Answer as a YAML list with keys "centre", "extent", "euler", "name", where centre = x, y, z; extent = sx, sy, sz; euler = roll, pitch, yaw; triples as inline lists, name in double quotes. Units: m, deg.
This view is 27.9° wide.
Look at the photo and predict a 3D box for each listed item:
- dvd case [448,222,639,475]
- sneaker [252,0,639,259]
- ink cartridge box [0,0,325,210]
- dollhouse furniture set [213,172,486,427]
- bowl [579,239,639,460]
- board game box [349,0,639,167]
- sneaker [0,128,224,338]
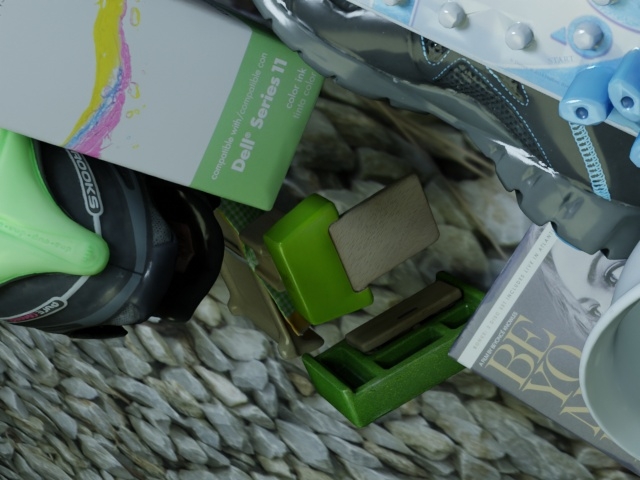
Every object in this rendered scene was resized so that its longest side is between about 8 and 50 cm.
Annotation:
- centre: [0.232, 0.083, 0.987]
  extent: [0.221, 0.018, 0.164]
  euler: [32, 115, 5]
  name: "dvd case"
- centre: [0.102, -0.137, 0.833]
  extent: [0.341, 0.125, 0.140]
  euler: [34, 123, 6]
  name: "sneaker"
- centre: [-0.196, -0.147, 0.850]
  extent: [0.353, 0.119, 0.207]
  euler: [17, -168, -35]
  name: "ink cartridge box"
- centre: [0.000, 0.000, 1.134]
  extent: [0.301, 0.151, 0.197]
  euler: [32, 149, 61]
  name: "dollhouse furniture set"
- centre: [0.310, 0.036, 0.782]
  extent: [0.298, 0.134, 0.298]
  euler: [6, 142, 5]
  name: "bowl"
- centre: [0.071, -0.263, 0.637]
  extent: [0.390, 0.050, 0.390]
  euler: [28, 135, 13]
  name: "board game box"
- centre: [-0.182, 0.000, 1.036]
  extent: [0.202, 0.185, 0.483]
  euler: [22, -173, -6]
  name: "sneaker"
